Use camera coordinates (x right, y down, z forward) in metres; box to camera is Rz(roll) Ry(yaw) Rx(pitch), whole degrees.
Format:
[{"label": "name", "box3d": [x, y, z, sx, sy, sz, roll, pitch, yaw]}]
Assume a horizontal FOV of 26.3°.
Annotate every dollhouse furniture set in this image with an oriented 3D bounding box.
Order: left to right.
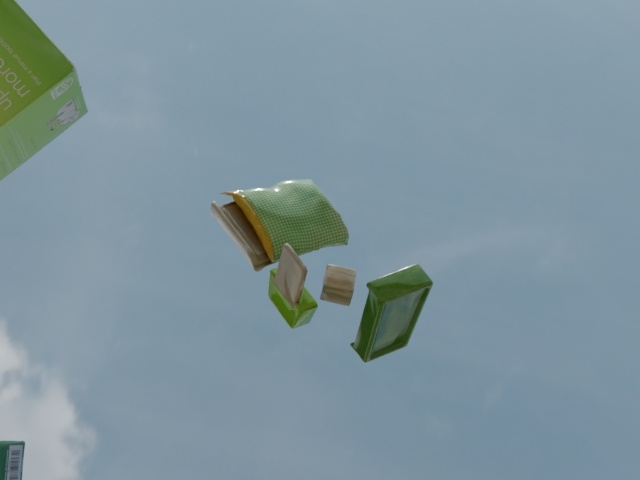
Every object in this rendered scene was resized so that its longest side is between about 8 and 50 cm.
[{"label": "dollhouse furniture set", "box3d": [0.000, 0.000, 0.821, 0.076, 0.151, 0.058, -18, -38, -30]}]

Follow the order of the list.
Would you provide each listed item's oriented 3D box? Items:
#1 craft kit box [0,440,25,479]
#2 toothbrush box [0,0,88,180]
[{"label": "craft kit box", "box3d": [-0.363, 0.275, 1.079, 0.247, 0.061, 0.249, 0, -97, 17]}, {"label": "toothbrush box", "box3d": [-0.398, -0.130, 1.305, 0.283, 0.122, 0.206, -40, -100, -11]}]
